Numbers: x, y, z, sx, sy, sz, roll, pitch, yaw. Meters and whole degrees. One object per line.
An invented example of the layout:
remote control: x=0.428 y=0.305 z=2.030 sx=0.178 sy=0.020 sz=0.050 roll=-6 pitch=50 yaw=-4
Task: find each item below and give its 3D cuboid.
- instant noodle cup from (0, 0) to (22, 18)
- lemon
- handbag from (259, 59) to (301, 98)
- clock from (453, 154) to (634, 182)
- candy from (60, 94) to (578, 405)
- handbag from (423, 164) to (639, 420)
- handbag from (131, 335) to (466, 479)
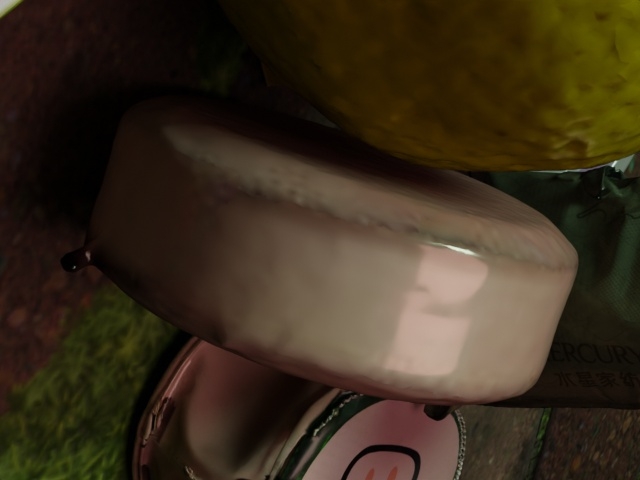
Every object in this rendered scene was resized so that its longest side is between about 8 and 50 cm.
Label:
instant noodle cup: x=-0.188 y=-0.175 z=0.337 sx=0.311 sy=0.311 sz=0.221 roll=-47 pitch=132 yaw=-23
lemon: x=0.083 y=-0.188 z=0.634 sx=0.336 sy=0.336 sz=0.336 roll=-30 pitch=132 yaw=-39
handbag: x=-0.001 y=-0.129 z=0.805 sx=0.083 sy=0.027 sz=0.061 roll=-43 pitch=139 yaw=-29
clock: x=0.139 y=-0.104 z=0.950 sx=0.248 sy=0.090 sz=0.227 roll=9 pitch=103 yaw=-52
candy: x=0.000 y=0.000 z=0.707 sx=0.255 sy=0.255 sz=0.094 roll=4 pitch=107 yaw=-53
handbag: x=0.181 y=0.018 z=0.779 sx=0.117 sy=0.270 sz=0.182 roll=22 pitch=72 yaw=-45
handbag: x=-0.010 y=0.134 z=0.877 sx=0.205 sy=0.116 sz=0.179 roll=13 pitch=101 yaw=-55
